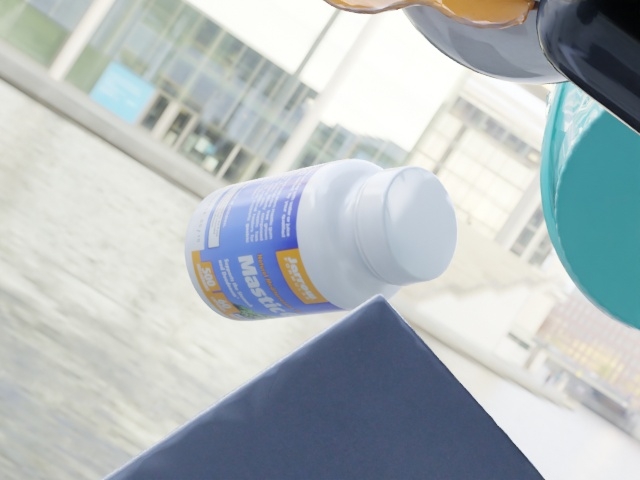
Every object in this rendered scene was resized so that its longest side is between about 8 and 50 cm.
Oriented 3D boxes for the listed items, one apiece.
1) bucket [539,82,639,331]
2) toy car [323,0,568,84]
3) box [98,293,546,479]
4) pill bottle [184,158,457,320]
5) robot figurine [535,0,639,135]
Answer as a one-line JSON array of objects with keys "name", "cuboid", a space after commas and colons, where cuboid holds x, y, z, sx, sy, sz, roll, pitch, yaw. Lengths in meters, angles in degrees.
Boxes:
[{"name": "bucket", "cuboid": [0.310, -0.062, 0.955, 0.281, 0.281, 0.183, 33, 32, -6]}, {"name": "toy car", "cuboid": [0.088, -0.133, 0.438, 0.238, 0.219, 0.210, -18, 49, -28]}, {"name": "box", "cuboid": [-0.047, 0.234, 0.793, 0.183, 0.296, 0.294, 48, -31, 17]}, {"name": "pill bottle", "cuboid": [0.000, 0.000, 1.221, 0.272, 0.152, 0.152, -9, -32, 45]}, {"name": "robot figurine", "cuboid": [0.146, -0.099, 0.242, 0.278, 0.173, 0.209, 39, -4, 0]}]
